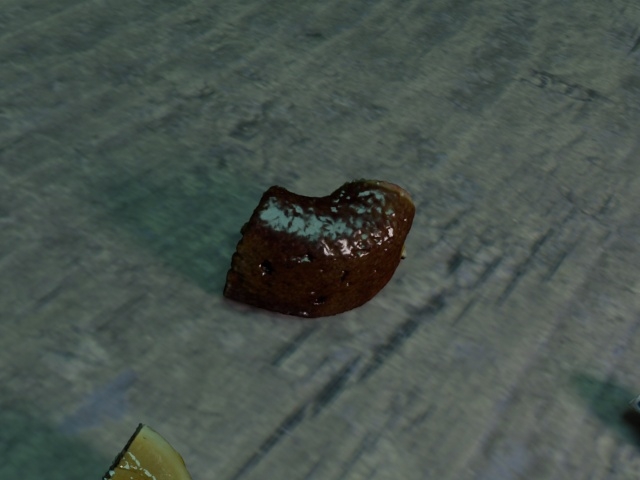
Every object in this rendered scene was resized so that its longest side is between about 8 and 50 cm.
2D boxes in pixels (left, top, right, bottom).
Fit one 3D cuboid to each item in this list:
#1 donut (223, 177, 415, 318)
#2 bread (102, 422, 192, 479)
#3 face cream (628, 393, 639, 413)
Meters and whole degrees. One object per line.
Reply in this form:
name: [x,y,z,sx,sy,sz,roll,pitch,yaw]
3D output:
donut: [0.010,0.005,0.835,0.187,0.126,0.144,15,51,-4]
bread: [-0.135,0.216,0.600,0.095,0.083,0.157,10,46,-13]
face cream: [0.432,0.233,0.781,0.284,0.073,0.073,37,47,17]
